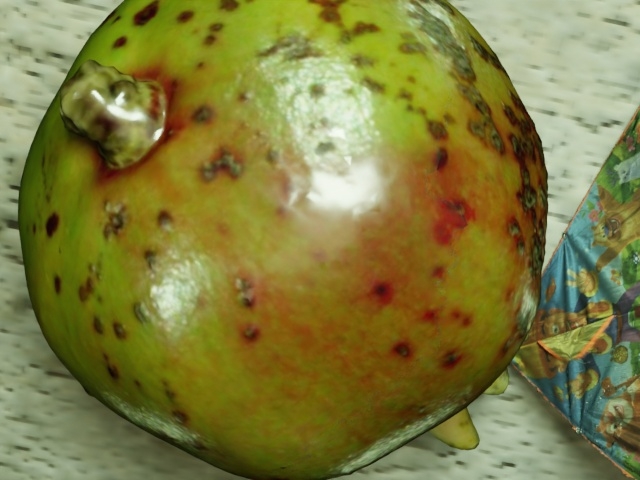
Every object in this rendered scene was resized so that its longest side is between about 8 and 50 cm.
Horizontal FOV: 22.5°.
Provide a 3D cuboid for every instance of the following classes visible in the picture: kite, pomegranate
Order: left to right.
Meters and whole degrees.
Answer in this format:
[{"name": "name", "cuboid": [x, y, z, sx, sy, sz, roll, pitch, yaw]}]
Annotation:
[{"name": "pomegranate", "cuboid": [-0.006, 0.011, 0.605, 0.198, 0.198, 0.246, -11, 127, 4]}, {"name": "kite", "cuboid": [0.128, 0.026, 0.646, 0.010, 0.182, 0.160, 13, 155, -36]}]
